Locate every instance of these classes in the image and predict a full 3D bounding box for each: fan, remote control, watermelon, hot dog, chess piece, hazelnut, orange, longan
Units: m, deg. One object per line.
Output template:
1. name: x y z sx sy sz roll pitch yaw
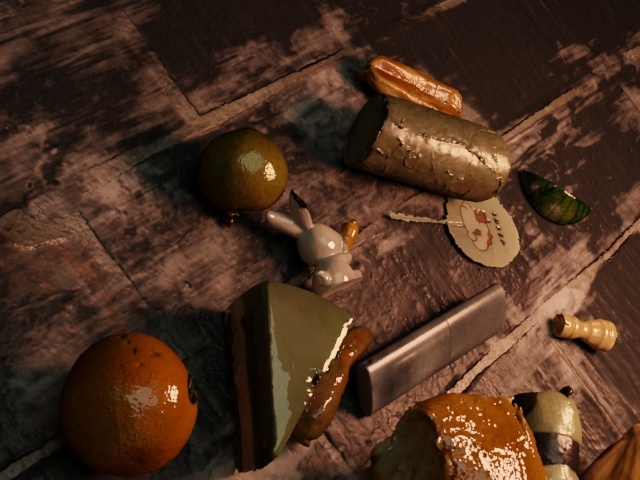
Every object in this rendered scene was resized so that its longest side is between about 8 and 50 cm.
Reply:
1. fan: 0.270 -0.034 1.991 0.329 0.009 0.191 4 62 -32
2. remote control: 0.207 0.190 1.789 0.377 0.107 0.044 -26 36 -38
3. watermelon: 0.518 -0.094 2.132 0.181 0.075 0.092 30 50 -13
4. hot dog: 0.190 -0.303 2.049 0.269 0.072 0.109 24 53 -20
5. chess piece: 0.530 0.181 2.006 0.122 0.066 0.066 15 58 -17
6. hazelnut: 0.593 0.452 1.783 0.261 0.261 0.241 20 57 -21
7. orange: -0.272 0.231 1.409 0.206 0.206 0.206 14 59 -25
8. longan: -0.136 -0.107 1.713 0.154 0.176 0.145 14 14 4

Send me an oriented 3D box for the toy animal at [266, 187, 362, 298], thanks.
1. toy animal: 0.000 0.000 1.736 0.182 0.131 0.127 64 10 16

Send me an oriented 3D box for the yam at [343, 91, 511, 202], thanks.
1. yam: 0.205 -0.178 1.931 0.304 0.168 0.168 13 59 -25

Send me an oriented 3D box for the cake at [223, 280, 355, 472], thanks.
1. cake: -0.098 0.203 1.556 0.172 0.158 0.284 36 55 -9

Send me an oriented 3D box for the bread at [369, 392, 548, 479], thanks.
1. bread: 0.224 0.409 1.588 0.250 0.225 0.279 4 55 -37

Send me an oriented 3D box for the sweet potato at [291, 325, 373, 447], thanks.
1. sweet potato: 0.019 0.228 1.666 0.075 0.075 0.273 40 47 -7

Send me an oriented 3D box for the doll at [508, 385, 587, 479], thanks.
1. doll: 0.401 0.378 1.776 0.143 0.135 0.234 21 60 -18
